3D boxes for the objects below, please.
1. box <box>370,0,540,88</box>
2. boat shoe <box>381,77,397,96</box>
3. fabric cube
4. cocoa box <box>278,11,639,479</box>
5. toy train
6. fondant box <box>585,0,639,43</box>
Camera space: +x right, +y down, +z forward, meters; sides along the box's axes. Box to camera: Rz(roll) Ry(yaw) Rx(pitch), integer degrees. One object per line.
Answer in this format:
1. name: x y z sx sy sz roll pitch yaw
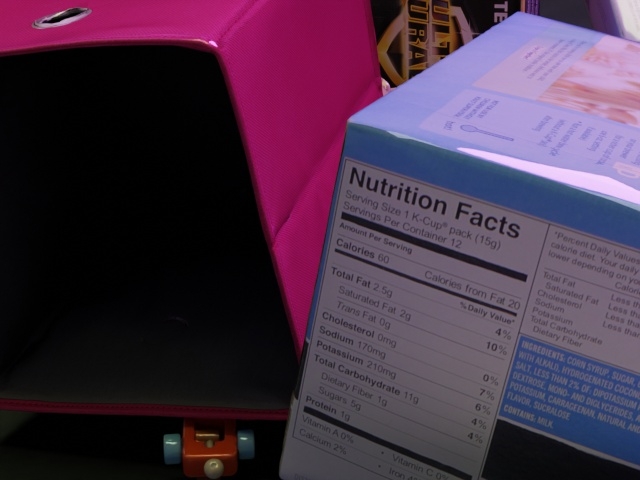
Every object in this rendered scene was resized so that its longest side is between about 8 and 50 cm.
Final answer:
1. box: 0.106 -0.211 1.300 0.257 0.322 0.079 7 21 24
2. boat shoe: 0.025 -0.118 1.134 0.122 0.110 0.341 16 27 42
3. fabric cube: -0.106 -0.058 0.813 0.254 0.259 0.258 -1 30 21
4. cocoa box: 0.158 0.015 0.738 0.231 0.228 0.347 18 26 17
5. toy train: -0.022 0.124 0.793 0.166 0.046 0.125 -4 29 -9
6. fondant box: 0.376 -0.233 0.937 0.330 0.096 0.238 -10 52 7
